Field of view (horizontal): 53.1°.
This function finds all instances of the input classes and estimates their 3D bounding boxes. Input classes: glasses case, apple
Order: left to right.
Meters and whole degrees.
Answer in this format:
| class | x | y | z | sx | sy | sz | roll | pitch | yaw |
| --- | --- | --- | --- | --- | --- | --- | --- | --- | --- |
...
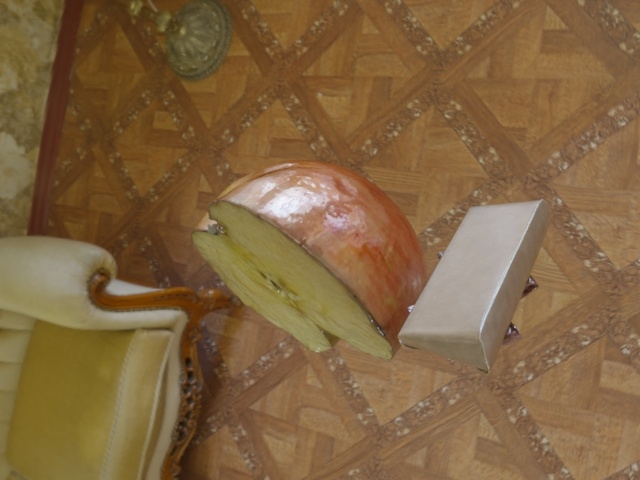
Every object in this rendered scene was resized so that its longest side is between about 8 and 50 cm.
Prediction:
| class | x | y | z | sx | sy | sz | roll | pitch | yaw |
| --- | --- | --- | --- | --- | --- | --- | --- | --- | --- |
| apple | 0.000 | 0.000 | 0.722 | 0.163 | 0.251 | 0.293 | -51 | 19 | -23 |
| glasses case | 0.139 | 0.047 | 0.583 | 0.102 | 0.193 | 0.070 | -5 | 125 | 39 |
